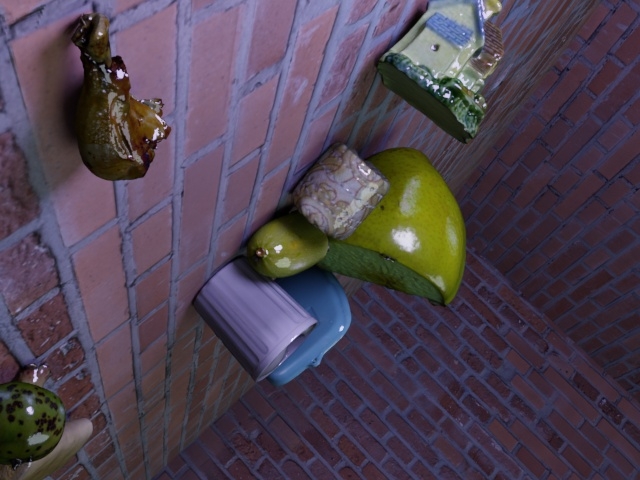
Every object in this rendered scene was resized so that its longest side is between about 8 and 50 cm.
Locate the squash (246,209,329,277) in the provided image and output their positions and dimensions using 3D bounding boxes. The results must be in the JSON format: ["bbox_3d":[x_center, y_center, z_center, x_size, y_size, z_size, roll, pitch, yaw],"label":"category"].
[{"bbox_3d":[-0.069,0.014,1.273,0.123,0.123,0.186,-51,168,28],"label":"squash"}]

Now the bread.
[{"bbox_3d":[-0.499,0.383,1.182,0.139,0.060,0.178,-46,169,12],"label":"bread"}]

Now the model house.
[{"bbox_3d":[0.220,-0.290,1.073,0.189,0.195,0.214,-54,171,5],"label":"model house"}]

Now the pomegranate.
[{"bbox_3d":[-0.399,0.226,0.898,0.122,0.122,0.162,123,-21,-47],"label":"pomegranate"}]

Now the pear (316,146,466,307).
[{"bbox_3d":[0.159,-0.062,1.435,0.318,0.342,0.238,-63,149,-23],"label":"pear"}]

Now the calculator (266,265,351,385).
[{"bbox_3d":[-0.060,0.171,1.507,0.256,0.054,0.386,-40,-150,3],"label":"calculator"}]

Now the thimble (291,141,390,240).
[{"bbox_3d":[0.038,-0.094,1.237,0.143,0.137,0.190,-49,-177,11],"label":"thimble"}]

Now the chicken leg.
[{"bbox_3d":[-0.173,-0.119,0.569,0.093,0.070,0.178,-47,161,-25],"label":"chicken leg"}]

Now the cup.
[{"bbox_3d":[-0.142,0.166,1.330,0.167,0.202,0.221,-33,164,-47],"label":"cup"}]
